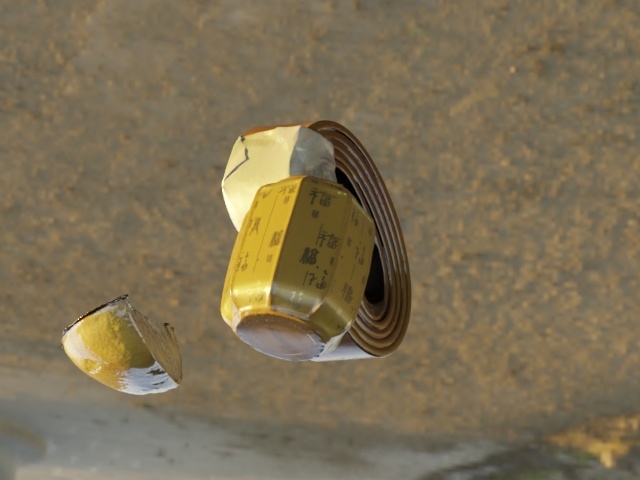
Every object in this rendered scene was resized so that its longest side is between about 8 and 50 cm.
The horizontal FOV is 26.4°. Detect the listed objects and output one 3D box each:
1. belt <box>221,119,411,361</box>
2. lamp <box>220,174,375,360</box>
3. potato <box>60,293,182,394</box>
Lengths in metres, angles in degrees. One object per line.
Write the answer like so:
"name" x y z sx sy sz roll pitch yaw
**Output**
"belt" 0.000 0.000 1.802 0.122 0.339 0.217 -8 -159 37
"lamp" -0.024 0.029 1.522 0.161 0.185 0.161 9 148 6
"potato" -0.240 0.150 1.663 0.120 0.100 0.261 -25 169 1
